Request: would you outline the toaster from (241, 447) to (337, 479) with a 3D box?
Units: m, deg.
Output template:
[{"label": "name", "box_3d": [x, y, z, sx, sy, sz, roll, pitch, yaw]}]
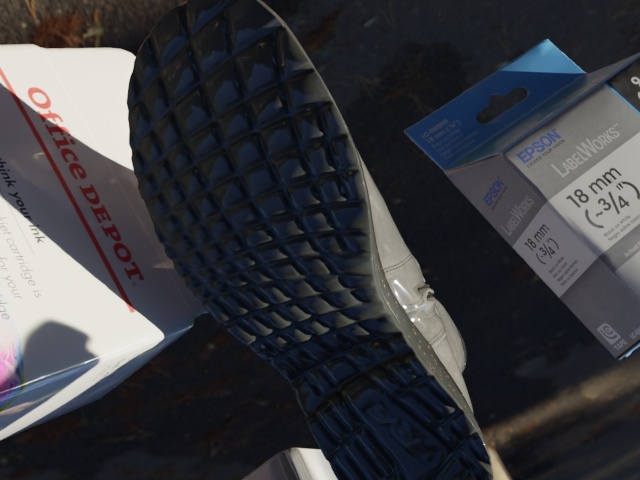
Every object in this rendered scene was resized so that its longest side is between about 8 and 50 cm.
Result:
[{"label": "toaster", "box_3d": [-0.015, 0.272, 0.813, 0.186, 0.110, 0.168, -40, 146, 17]}]

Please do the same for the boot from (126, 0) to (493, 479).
[{"label": "boot", "box_3d": [0.000, 0.000, 0.597, 0.118, 0.222, 0.338, -21, 106, 10]}]

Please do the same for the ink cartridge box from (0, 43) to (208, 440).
[{"label": "ink cartridge box", "box_3d": [-0.214, 0.010, 0.494, 0.119, 0.207, 0.353, -39, 167, 36]}]

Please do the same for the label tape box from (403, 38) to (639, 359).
[{"label": "label tape box", "box_3d": [0.289, -0.081, 0.968, 0.241, 0.333, 0.106, -34, 162, -22]}]
